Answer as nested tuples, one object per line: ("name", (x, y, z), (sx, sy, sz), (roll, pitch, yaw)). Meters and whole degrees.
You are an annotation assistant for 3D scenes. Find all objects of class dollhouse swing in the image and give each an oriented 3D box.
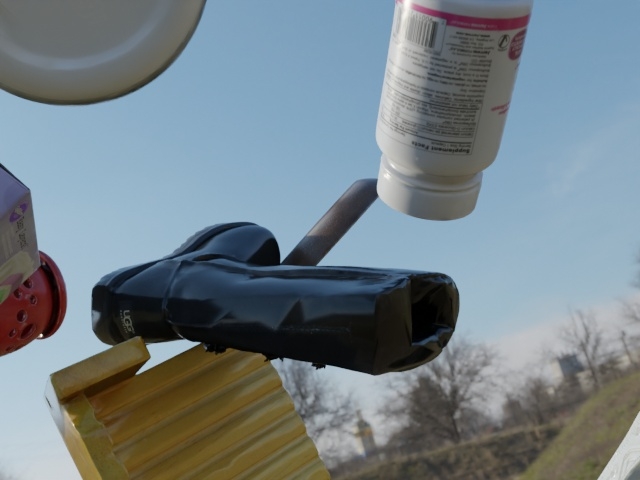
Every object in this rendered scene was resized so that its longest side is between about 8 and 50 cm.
("dollhouse swing", (-0.113, 0.265, 1.007), (0.305, 0.347, 0.315), (-25, -7, -25))

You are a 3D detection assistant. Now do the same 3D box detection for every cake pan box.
("cake pan box", (-0.465, 0.048, 1.053), (0.246, 0.070, 0.267), (-52, -3, -29))

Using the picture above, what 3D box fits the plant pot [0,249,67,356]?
("plant pot", (-0.554, 0.108, 1.471), (0.191, 0.191, 0.174), (-29, -12, 36))

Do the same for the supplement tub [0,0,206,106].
("supplement tub", (-0.198, -0.209, 0.670), (0.193, 0.193, 0.316), (-12, 15, -11))

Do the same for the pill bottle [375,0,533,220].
("pill bottle", (0.155, -0.178, 1.045), (0.160, 0.160, 0.283), (-8, -56, -24))

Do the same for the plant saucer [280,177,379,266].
("plant saucer", (0.000, 0.000, 1.438), (0.310, 0.050, 0.310), (-49, 0, 0))

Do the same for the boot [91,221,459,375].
("boot", (-0.022, 0.061, 1.114), (0.445, 0.146, 0.367), (-4, 16, 35))

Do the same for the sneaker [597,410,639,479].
("sneaker", (0.567, 0.348, 1.218), (0.323, 0.236, 0.130), (-62, -3, 19))
